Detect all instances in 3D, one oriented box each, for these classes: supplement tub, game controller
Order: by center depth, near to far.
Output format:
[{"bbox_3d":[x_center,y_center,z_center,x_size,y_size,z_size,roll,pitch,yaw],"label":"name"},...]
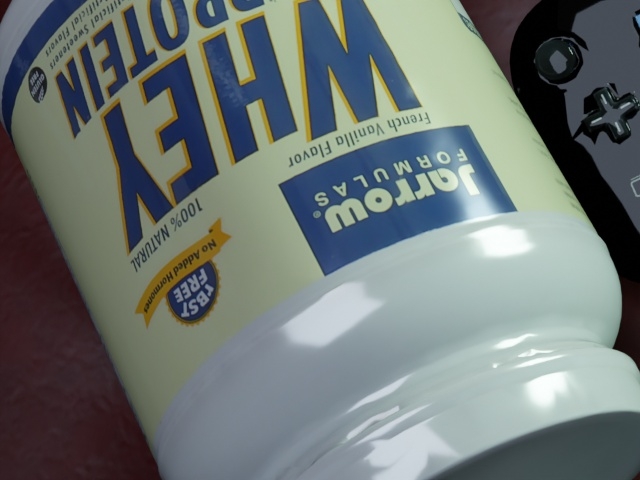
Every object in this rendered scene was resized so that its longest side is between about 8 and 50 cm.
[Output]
[{"bbox_3d":[0.000,0.000,0.958,0.235,0.235,0.325,-33,65,10],"label":"supplement tub"},{"bbox_3d":[0.257,-0.105,0.979,0.319,0.067,0.166,-27,66,14],"label":"game controller"}]
